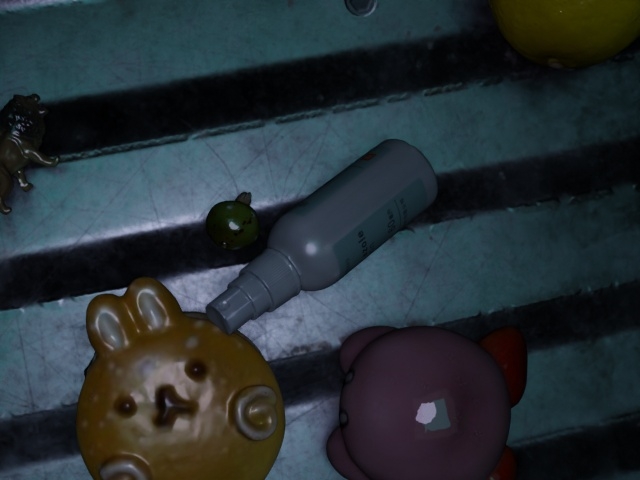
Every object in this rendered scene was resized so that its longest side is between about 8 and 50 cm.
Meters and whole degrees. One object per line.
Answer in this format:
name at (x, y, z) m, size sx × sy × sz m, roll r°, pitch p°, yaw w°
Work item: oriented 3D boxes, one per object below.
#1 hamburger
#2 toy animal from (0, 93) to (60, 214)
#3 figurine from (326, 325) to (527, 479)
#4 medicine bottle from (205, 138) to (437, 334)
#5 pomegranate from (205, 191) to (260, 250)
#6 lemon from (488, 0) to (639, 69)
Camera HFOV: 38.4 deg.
hamburger at (-0.180, 0.195, 1.144) m, size 0.261 × 0.186 × 0.302 m, roll -14°, pitch 85°, yaw -9°
toy animal at (-0.394, -0.085, 1.184) m, size 0.086 × 0.069 × 0.219 m, roll 27°, pitch 57°, yaw -32°
figurine at (0.148, 0.215, 1.159) m, size 0.262 × 0.211 × 0.269 m, roll 11°, pitch 78°, yaw -2°
medicine bottle at (0.000, 0.000, 1.169) m, size 0.352 × 0.110 × 0.110 m, roll -38°, pitch 91°, yaw -28°
pomegranate at (-0.119, -0.027, 1.233) m, size 0.073 × 0.073 × 0.084 m, roll -11°, pitch 50°, yaw -9°
lemon at (0.342, -0.340, 1.234) m, size 0.241 × 0.240 × 0.219 m, roll 4°, pitch 95°, yaw -8°
